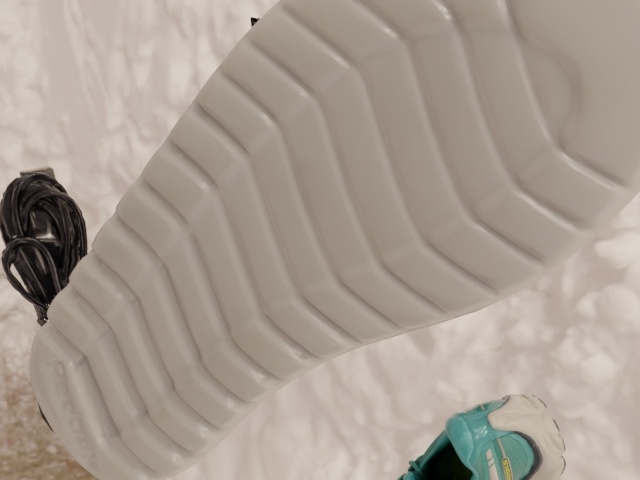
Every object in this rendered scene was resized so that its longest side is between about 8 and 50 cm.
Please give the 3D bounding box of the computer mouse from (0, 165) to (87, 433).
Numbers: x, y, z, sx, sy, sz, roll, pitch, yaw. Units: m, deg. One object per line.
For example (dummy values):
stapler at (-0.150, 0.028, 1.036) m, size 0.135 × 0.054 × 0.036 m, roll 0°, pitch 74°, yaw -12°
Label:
computer mouse at (-0.075, 0.020, 0.602) m, size 0.072 × 0.272 × 0.189 m, roll -153°, pitch 51°, yaw -78°

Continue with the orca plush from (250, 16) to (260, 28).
orca plush at (0.075, -0.216, 0.806) m, size 0.102 × 0.287 × 0.151 m, roll 83°, pitch -175°, yaw -83°

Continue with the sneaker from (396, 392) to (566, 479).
sneaker at (0.113, 0.228, 0.774) m, size 0.275 × 0.109 × 0.107 m, roll 110°, pitch 148°, yaw -43°

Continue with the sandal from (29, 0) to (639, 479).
sandal at (-0.008, -0.013, 0.446) m, size 0.416 × 0.102 × 0.169 m, roll -34°, pitch 88°, yaw 27°
